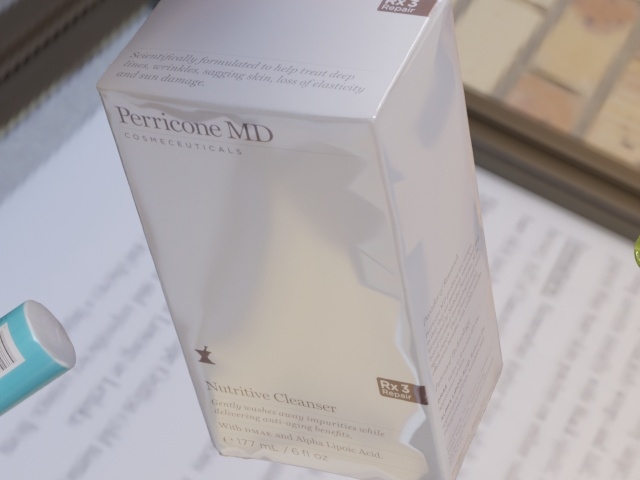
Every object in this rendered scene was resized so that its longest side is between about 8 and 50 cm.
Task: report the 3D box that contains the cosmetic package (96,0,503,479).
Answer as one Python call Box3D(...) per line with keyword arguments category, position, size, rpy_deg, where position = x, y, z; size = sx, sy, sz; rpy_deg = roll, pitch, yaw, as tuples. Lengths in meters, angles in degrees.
Box3D(category="cosmetic package", position=(0.000, 0.000, 1.222), size=(0.385, 0.217, 0.156), rpy_deg=(74, 33, -41))

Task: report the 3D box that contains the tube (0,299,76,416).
Box3D(category="tube", position=(-0.255, 0.115, 1.065), size=(0.207, 0.052, 0.080), rpy_deg=(-33, -141, 11))

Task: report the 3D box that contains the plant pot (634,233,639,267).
Box3D(category="plant pot", position=(0.347, 0.010, 1.638), size=(0.083, 0.083, 0.079), rpy_deg=(-65, 158, 11))
